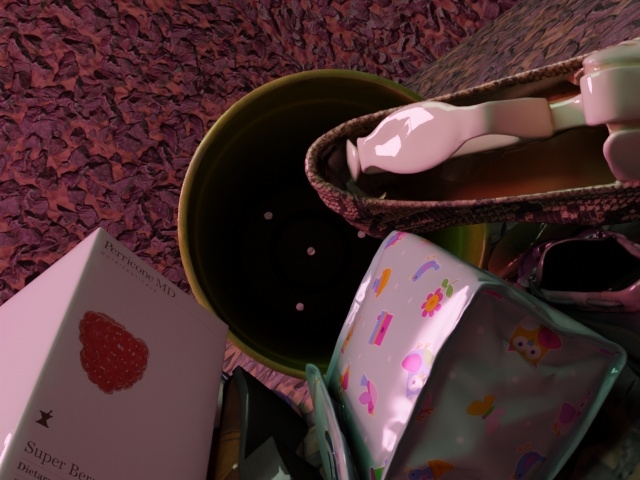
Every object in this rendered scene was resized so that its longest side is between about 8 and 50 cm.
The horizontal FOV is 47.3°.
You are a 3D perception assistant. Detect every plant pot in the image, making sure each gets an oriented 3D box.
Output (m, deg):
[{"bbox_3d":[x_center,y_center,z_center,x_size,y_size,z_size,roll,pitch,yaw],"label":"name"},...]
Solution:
[{"bbox_3d":[0.000,0.000,1.014,0.366,0.366,0.353,-46,0,-10],"label":"plant pot"}]

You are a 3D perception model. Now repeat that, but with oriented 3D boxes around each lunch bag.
[{"bbox_3d":[0.082,0.144,0.603,0.262,0.160,0.223,-62,14,6],"label":"lunch bag"}]

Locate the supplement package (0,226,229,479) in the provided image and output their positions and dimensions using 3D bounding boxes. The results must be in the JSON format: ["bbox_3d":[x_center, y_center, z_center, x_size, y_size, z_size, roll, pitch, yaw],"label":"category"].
[{"bbox_3d":[-0.212,0.167,0.631,0.175,0.177,0.293,-34,31,24],"label":"supplement package"}]

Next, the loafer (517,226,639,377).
[{"bbox_3d":[0.235,0.028,0.617,0.109,0.095,0.302,-42,12,3],"label":"loafer"}]

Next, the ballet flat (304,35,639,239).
[{"bbox_3d":[0.197,-0.093,0.663,0.482,0.164,0.182,-10,-14,30],"label":"ballet flat"}]

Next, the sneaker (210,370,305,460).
[{"bbox_3d":[-0.141,0.204,0.929,0.130,0.236,0.323,-45,13,-2],"label":"sneaker"}]

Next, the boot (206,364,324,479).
[{"bbox_3d":[-0.125,0.269,0.672,0.280,0.096,0.264,-46,27,2],"label":"boot"}]

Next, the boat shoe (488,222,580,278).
[{"bbox_3d":[0.256,-0.007,0.826,0.153,0.048,0.056,-49,23,12],"label":"boat shoe"}]
